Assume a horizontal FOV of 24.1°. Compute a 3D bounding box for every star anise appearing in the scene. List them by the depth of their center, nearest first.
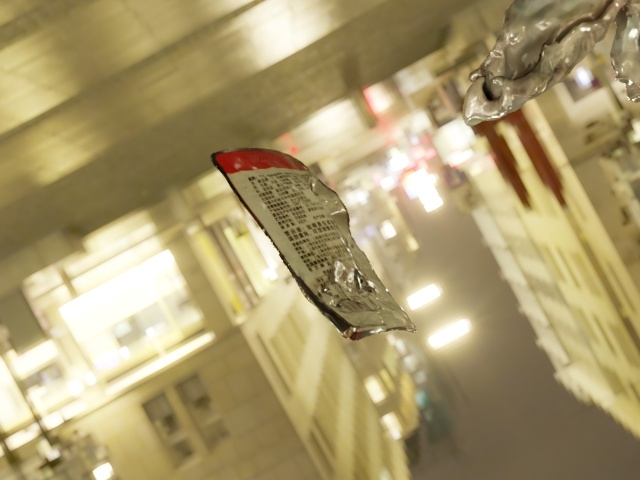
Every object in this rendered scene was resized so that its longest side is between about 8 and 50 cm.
[{"bbox_3d":[0.175,-0.183,0.955,0.257,0.198,0.110,-31,-177,17],"label":"star anise"}]

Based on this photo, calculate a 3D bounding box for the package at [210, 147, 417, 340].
[{"bbox_3d":[0.000,0.000,1.480,0.030,0.239,0.154,-43,160,25],"label":"package"}]
